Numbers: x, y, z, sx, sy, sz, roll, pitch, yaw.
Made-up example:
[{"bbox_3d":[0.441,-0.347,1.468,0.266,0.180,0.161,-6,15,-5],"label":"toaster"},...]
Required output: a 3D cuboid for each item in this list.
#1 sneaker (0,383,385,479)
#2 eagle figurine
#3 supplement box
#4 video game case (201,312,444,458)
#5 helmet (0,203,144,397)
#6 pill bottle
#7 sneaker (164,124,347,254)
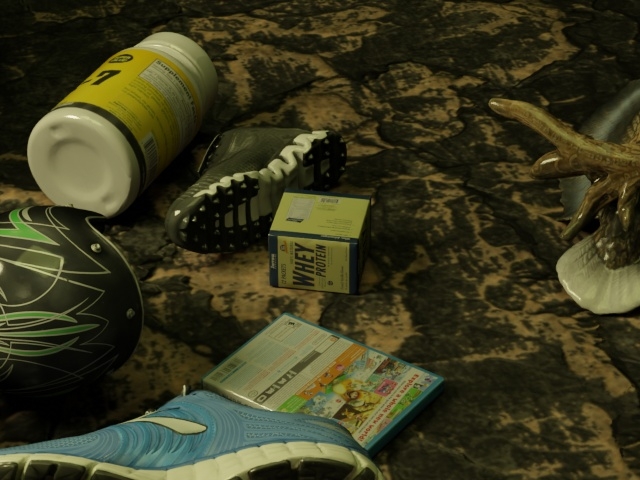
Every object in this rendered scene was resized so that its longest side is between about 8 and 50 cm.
[{"bbox_3d":[-0.120,0.186,1.269,0.329,0.130,0.147,-2,17,-4],"label":"sneaker"},{"bbox_3d":[0.319,-0.070,1.616,0.226,0.225,0.298,62,23,12],"label":"eagle figurine"},{"bbox_3d":[0.000,0.000,1.587,0.083,0.056,0.083,5,33,9],"label":"supplement box"},{"bbox_3d":[0.002,0.119,1.442,0.166,0.015,0.119,21,38,30],"label":"video game case"},{"bbox_3d":[-0.229,0.050,1.419,0.169,0.169,0.161,-4,17,-5],"label":"helmet"},{"bbox_3d":[-0.188,-0.119,1.717,0.119,0.119,0.208,12,35,19],"label":"pill bottle"},{"bbox_3d":[-0.082,-0.054,1.660,0.106,0.078,0.234,20,34,33],"label":"sneaker"}]
